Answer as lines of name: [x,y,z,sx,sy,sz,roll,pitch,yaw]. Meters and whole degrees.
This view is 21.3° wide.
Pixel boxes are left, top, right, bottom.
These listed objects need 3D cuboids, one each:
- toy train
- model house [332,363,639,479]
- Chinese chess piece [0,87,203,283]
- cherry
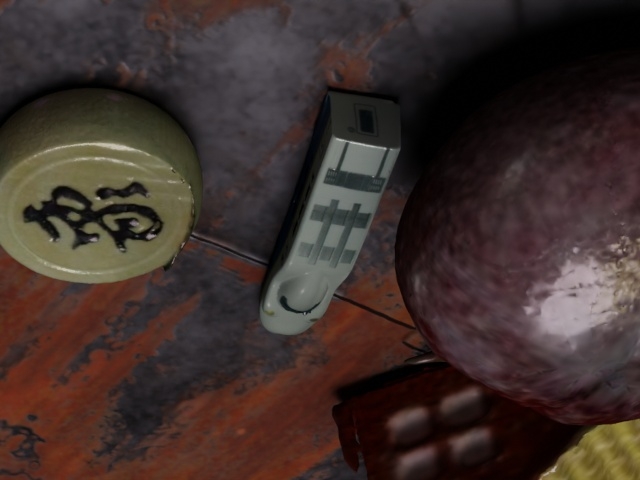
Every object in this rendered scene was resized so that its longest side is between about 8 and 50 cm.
toy train: [0.000,0.000,1.158,0.052,0.051,0.234,10,135,-11]
model house: [0.167,0.181,1.293,0.254,0.160,0.196,-23,134,16]
Chinese chess piece: [-0.148,-0.033,1.102,0.144,0.058,0.144,-4,137,-3]
cherry: [0.176,-0.005,1.062,0.230,0.203,0.300,32,118,-25]
